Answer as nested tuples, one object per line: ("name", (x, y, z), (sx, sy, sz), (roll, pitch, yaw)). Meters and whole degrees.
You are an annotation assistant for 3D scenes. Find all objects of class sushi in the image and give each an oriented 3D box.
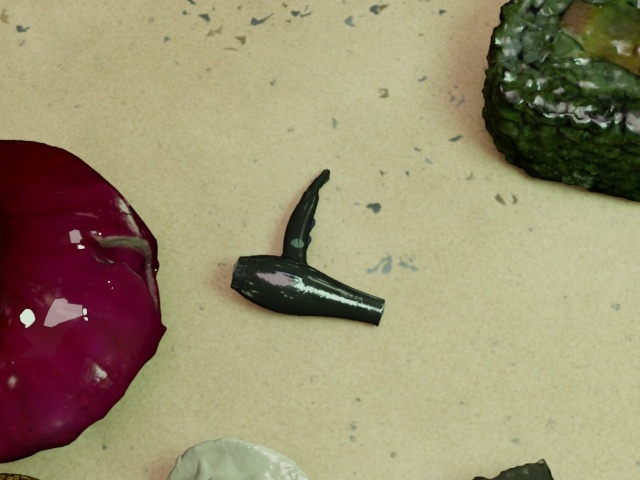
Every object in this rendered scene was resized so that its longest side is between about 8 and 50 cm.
("sushi", (0.387, -0.213, 1.288), (0.352, 0.178, 0.294), (15, 68, 13))

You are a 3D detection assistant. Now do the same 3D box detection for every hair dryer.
("hair dryer", (0.000, 0.000, 1.300), (0.196, 0.075, 0.219), (14, 62, -1))

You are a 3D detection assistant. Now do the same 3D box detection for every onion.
("onion", (-0.392, 0.039, 1.114), (0.398, 0.420, 0.398), (-4, 70, 10))

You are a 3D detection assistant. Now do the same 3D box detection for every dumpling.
("dumpling", (-0.116, 0.312, 1.138), (0.126, 0.216, 0.166), (-9, 71, -40))

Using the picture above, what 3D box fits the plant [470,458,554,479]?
("plant", (0.233, 0.383, 1.084), (0.146, 0.149, 0.274), (-28, 66, 11))

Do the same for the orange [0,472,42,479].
("orange", (-0.357, 0.377, 1.113), (0.234, 0.182, 0.234), (-2, 80, 10))
